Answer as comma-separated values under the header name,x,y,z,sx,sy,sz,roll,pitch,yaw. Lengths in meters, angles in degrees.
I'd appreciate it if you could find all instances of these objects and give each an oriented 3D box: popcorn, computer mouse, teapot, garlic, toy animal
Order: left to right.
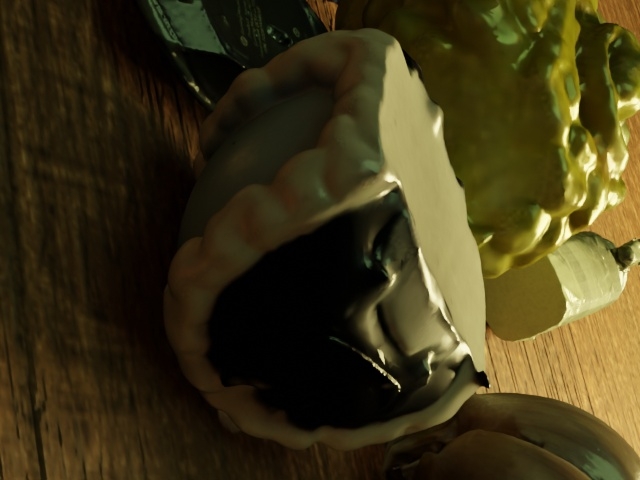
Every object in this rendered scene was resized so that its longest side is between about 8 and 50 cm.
name,x,y,z,sx,sy,sz,roll,pitch,yaw
computer mouse,-0.057,-0.124,0.874,0.192,0.062,0.106,22,52,-46
toy animal,0.000,0.000,0.781,0.204,0.156,0.208,-87,159,-46
popcorn,0.119,-0.112,0.988,0.242,0.235,0.250,-79,166,-78
garlic,0.137,0.175,0.873,0.191,0.160,0.214,62,35,-5
teapot,0.216,0.027,1.185,0.200,0.107,0.077,-9,75,-62

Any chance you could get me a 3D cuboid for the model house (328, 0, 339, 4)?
name,x,y,z,sx,sy,sz,roll,pitch,yaw
model house,0.078,-0.278,1.101,0.170,0.194,0.211,53,40,8
